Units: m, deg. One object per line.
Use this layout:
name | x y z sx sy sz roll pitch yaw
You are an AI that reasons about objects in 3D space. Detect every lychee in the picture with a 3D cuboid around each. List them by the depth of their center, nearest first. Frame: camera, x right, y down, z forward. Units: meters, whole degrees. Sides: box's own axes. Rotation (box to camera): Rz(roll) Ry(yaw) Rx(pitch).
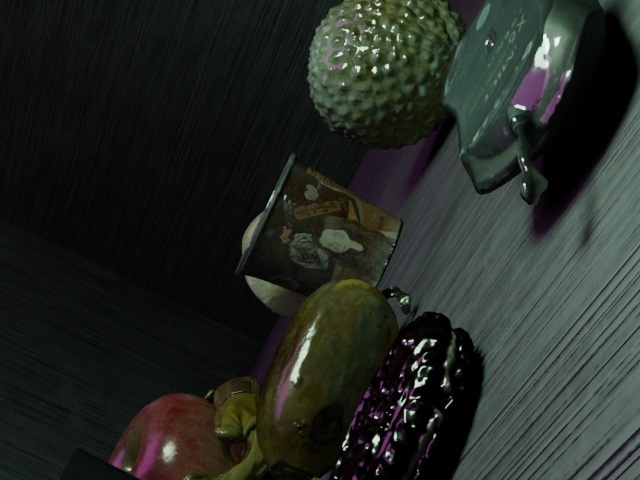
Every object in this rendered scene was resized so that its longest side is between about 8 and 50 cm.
lychee | 0.110 -0.266 1.535 0.274 0.255 0.255 -2 57 53

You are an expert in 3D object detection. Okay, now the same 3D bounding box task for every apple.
apple | -0.271 0.481 1.930 0.345 0.269 0.344 -46 27 31

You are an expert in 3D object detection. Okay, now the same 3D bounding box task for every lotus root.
lotus root | 0.004 0.146 1.061 0.124 0.123 0.241 102 -166 -59

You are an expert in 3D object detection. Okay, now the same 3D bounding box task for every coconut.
coconut | -0.037 0.035 1.815 0.230 0.227 0.227 141 155 -85

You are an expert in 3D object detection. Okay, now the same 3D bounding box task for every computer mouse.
computer mouse | 0.169 -0.119 0.774 0.379 0.090 0.167 -78 13 -56

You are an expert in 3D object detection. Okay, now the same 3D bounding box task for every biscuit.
biscuit | 0.058 0.145 0.747 0.194 0.053 0.194 -63 3 7

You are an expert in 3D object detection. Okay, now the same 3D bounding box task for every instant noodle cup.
instant noodle cup | 0.000 0.000 1.553 0.217 0.207 0.217 -155 90 -87

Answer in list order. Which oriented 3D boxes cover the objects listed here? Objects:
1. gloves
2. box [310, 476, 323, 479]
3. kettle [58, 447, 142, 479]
gloves | -0.143 0.353 1.684 0.154 0.141 0.331 -53 12 17
box | -0.011 0.284 0.960 0.105 0.037 0.105 -64 2 4
kettle | -0.300 0.506 1.539 0.262 0.308 0.203 -63 4 6
